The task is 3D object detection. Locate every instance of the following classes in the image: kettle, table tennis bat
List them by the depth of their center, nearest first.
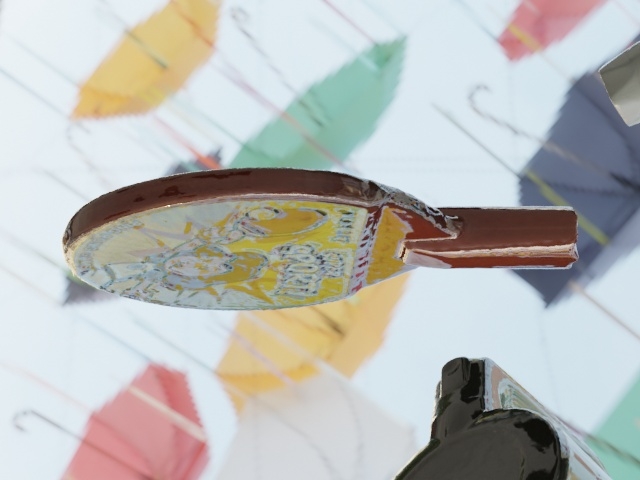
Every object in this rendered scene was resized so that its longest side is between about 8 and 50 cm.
[{"bbox_3d":[0.000,0.000,1.522,0.268,0.414,0.051,102,-14,-68],"label":"table tennis bat"},{"bbox_3d":[0.229,0.308,1.689,0.250,0.377,0.361,-30,-152,28],"label":"kettle"}]

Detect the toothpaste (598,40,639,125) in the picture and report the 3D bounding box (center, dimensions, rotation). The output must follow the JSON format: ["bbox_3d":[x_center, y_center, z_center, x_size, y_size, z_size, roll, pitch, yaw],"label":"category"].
[{"bbox_3d":[0.463,-0.230,1.914,0.371,0.125,0.080,-28,-162,20],"label":"toothpaste"}]
